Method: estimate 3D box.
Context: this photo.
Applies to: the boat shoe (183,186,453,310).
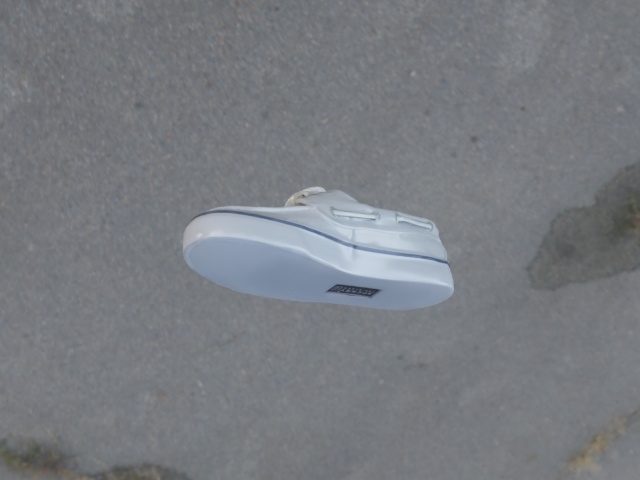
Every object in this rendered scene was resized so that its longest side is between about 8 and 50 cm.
[{"bbox_3d":[0.000,0.000,0.778,0.258,0.084,0.095,14,148,-38],"label":"boat shoe"}]
